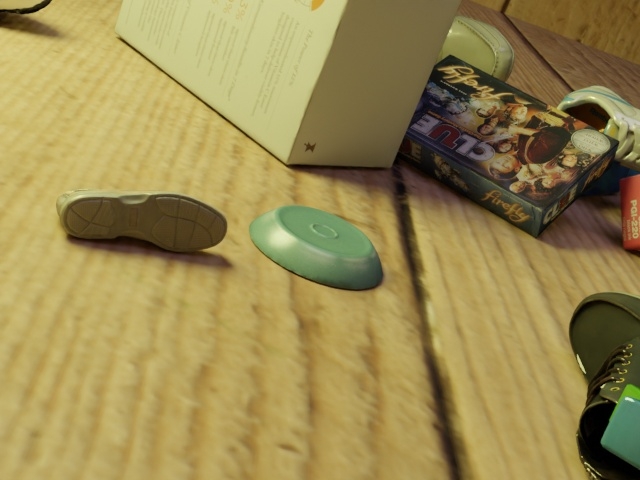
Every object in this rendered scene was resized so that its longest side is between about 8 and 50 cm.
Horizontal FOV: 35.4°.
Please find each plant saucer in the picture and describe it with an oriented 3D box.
[{"bbox_3d":[0.000,0.000,0.832,0.119,0.021,0.119,18,22,-8],"label":"plant saucer"}]

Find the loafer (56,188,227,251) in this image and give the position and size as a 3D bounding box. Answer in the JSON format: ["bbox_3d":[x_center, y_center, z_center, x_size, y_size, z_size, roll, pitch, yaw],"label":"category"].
[{"bbox_3d":[-0.130,-0.021,0.734,0.125,0.045,0.039,6,20,-29],"label":"loafer"}]

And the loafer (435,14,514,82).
[{"bbox_3d":[0.194,-0.336,1.691,0.111,0.112,0.319,-3,24,-37],"label":"loafer"}]

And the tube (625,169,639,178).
[{"bbox_3d":[0.484,-0.030,1.328,0.080,0.052,0.207,0,36,-26],"label":"tube"}]

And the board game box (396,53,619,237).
[{"bbox_3d":[0.197,-0.117,1.165,0.243,0.042,0.165,33,53,26],"label":"board game box"}]

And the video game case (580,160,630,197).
[{"bbox_3d":[0.258,-0.139,1.343,0.244,0.061,0.269,35,25,31],"label":"video game case"}]

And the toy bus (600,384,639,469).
[{"bbox_3d":[0.244,0.175,0.536,0.202,0.104,0.191,21,8,-32],"label":"toy bus"}]

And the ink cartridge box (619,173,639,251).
[{"bbox_3d":[0.472,-0.037,1.120,0.158,0.092,0.218,8,-14,-31],"label":"ink cartridge box"}]

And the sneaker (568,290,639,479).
[{"bbox_3d":[0.218,0.100,0.719,0.118,0.083,0.222,11,25,-24],"label":"sneaker"}]

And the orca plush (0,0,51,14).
[{"bbox_3d":[-0.433,-0.290,1.065,0.287,0.102,0.151,-3,76,-28],"label":"orca plush"}]

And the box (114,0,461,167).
[{"bbox_3d":[-0.048,-0.253,1.114,0.168,0.215,0.345,-2,32,-46],"label":"box"}]

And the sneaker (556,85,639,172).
[{"bbox_3d":[0.405,-0.122,1.274,0.228,0.087,0.092,31,31,29],"label":"sneaker"}]
